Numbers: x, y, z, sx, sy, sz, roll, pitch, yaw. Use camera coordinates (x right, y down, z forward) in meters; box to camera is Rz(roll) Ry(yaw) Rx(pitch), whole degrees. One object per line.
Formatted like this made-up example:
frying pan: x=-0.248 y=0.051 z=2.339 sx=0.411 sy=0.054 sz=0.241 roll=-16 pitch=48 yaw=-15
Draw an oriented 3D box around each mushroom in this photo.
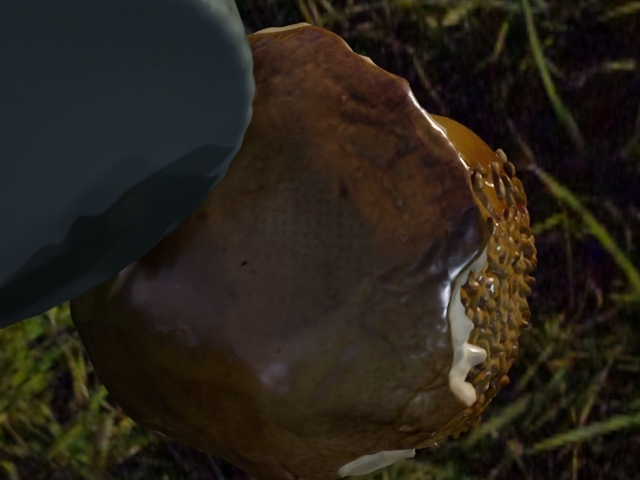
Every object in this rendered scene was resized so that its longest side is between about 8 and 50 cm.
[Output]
mushroom: x=-0.029 y=-0.011 z=0.806 sx=0.208 sy=0.301 sz=0.233 roll=23 pitch=104 yaw=-16

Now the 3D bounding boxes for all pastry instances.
pastry: x=0.106 y=0.055 z=1.686 sx=0.245 sy=0.409 sz=0.409 roll=15 pitch=63 yaw=33

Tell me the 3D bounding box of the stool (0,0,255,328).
stool: x=-0.203 y=-0.149 z=0.640 sx=0.297 sy=0.297 sz=0.330 roll=-25 pitch=65 yaw=-5
